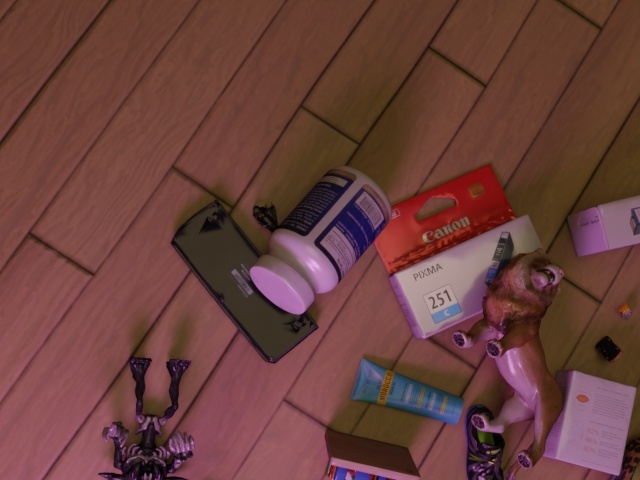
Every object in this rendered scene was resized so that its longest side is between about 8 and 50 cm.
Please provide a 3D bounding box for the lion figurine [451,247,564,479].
[{"bbox_3d":[0.375,0.225,1.732,0.240,0.142,0.392,-25,112,-43],"label":"lion figurine"}]

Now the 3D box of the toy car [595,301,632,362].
[{"bbox_3d":[0.593,0.188,1.844,0.040,0.060,0.122,39,84,-32],"label":"toy car"}]

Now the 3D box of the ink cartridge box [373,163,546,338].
[{"bbox_3d":[0.268,0.015,1.824,0.296,0.066,0.261,-24,86,-10],"label":"ink cartridge box"}]

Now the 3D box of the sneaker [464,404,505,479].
[{"bbox_3d":[0.309,0.403,1.761,0.067,0.078,0.188,-6,82,-8],"label":"sneaker"}]

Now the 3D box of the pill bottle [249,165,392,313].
[{"bbox_3d":[0.000,0.000,1.723,0.153,0.153,0.264,41,66,1],"label":"pill bottle"}]

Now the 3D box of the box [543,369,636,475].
[{"bbox_3d":[0.508,0.344,1.788,0.130,0.091,0.170,16,80,-4],"label":"box"}]

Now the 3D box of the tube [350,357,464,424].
[{"bbox_3d":[0.166,0.293,1.780,0.207,0.052,0.080,17,70,2],"label":"tube"}]

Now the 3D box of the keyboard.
[{"bbox_3d":[-0.118,0.056,1.788,0.201,0.033,0.317,-38,88,-10],"label":"keyboard"}]

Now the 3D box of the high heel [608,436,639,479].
[{"bbox_3d":[0.609,0.437,1.701,0.093,0.261,0.186,39,81,-9],"label":"high heel"}]

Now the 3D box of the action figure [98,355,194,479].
[{"bbox_3d":[-0.305,0.345,1.665,0.164,0.141,0.275,5,77,-8],"label":"action figure"}]

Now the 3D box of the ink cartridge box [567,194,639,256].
[{"bbox_3d":[0.612,-0.038,1.829,0.212,0.154,0.093,-11,84,-10],"label":"ink cartridge box"}]

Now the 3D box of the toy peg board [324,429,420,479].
[{"bbox_3d":[0.083,0.419,1.698,0.161,0.160,0.079,13,95,-5],"label":"toy peg board"}]
